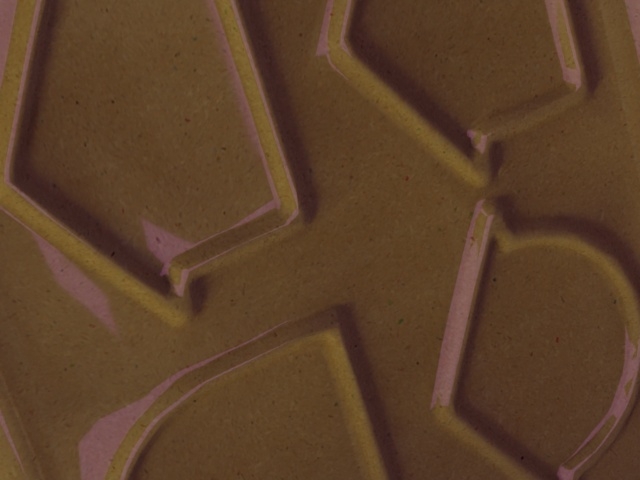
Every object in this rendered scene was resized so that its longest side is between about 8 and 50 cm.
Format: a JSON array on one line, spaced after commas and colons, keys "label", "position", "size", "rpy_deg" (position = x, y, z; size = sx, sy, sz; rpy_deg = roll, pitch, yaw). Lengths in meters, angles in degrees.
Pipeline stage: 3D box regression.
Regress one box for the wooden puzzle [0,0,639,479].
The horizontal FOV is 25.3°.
[{"label": "wooden puzzle", "position": [0.000, 0.000, 0.535], "size": [0.348, 0.080, 0.322], "rpy_deg": [-23, 110, -16]}]
